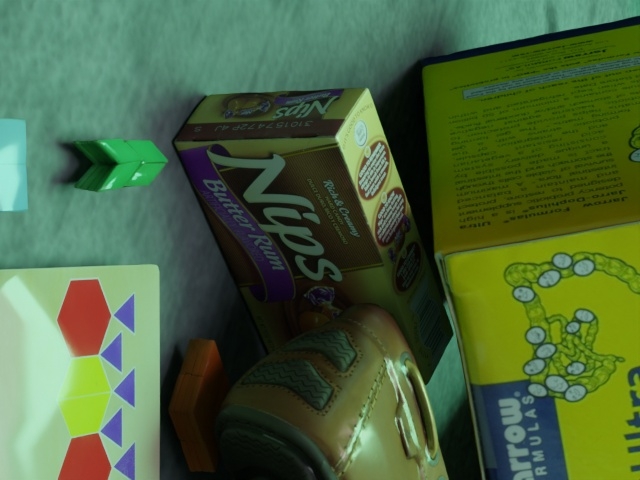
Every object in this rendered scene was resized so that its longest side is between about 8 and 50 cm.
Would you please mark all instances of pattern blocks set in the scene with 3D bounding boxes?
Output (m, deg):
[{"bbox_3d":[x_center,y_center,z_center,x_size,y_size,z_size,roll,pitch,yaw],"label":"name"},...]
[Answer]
[{"bbox_3d":[-0.130,0.103,0.789,0.285,0.026,0.325,15,77,-60],"label":"pattern blocks set"}]

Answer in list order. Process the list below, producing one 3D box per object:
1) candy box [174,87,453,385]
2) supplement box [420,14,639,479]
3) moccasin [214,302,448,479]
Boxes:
[{"bbox_3d":[0.000,0.000,0.935,0.053,0.109,0.187,-59,139,-41],"label":"candy box"},{"bbox_3d":[0.181,0.004,1.037,0.356,0.195,0.194,-85,163,-65],"label":"supplement box"},{"bbox_3d":[0.041,0.208,0.971,0.147,0.139,0.380,-41,125,-36],"label":"moccasin"}]
